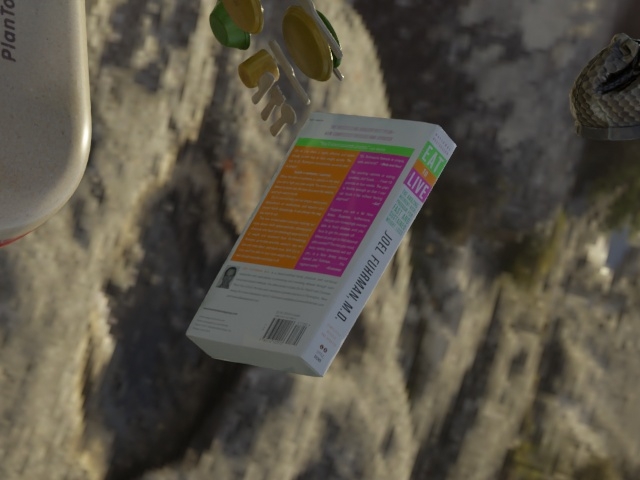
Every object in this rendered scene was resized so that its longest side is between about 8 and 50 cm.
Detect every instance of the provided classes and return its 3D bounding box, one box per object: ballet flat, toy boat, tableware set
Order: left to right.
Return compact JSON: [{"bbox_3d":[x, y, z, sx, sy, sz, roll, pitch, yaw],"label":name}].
[{"bbox_3d":[-0.238,-0.096,1.066,0.151,0.151,0.231,17,56,-39],"label":"toy boat"},{"bbox_3d":[-0.025,-0.130,1.022,0.024,0.104,0.154,-29,174,-22],"label":"tableware set"},{"bbox_3d":[0.252,-0.116,1.023,0.250,0.084,0.058,-17,109,-25],"label":"ballet flat"}]

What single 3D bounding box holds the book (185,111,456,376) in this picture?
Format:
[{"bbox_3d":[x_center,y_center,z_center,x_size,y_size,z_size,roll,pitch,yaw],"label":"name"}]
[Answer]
[{"bbox_3d":[0.000,0.000,0.881,0.035,0.096,0.144,45,66,-33],"label":"book"}]
